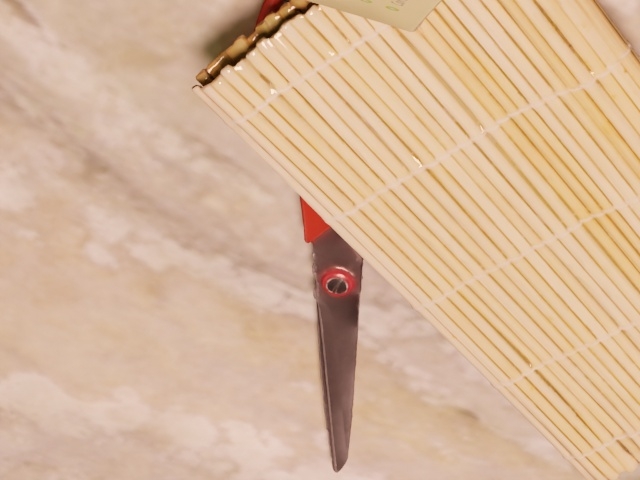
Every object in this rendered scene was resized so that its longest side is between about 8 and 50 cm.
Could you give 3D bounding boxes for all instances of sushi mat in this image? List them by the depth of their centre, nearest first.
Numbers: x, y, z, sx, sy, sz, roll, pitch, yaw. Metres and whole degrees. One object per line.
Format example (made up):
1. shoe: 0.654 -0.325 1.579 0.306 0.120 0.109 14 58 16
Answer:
1. sushi mat: 0.102 -0.004 0.575 0.151 0.019 0.316 -30 122 26

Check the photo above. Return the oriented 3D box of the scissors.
1. scissors: 0.000 0.000 0.611 0.109 0.021 0.297 14 129 -6

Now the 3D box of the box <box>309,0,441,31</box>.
1. box: -0.056 -0.161 0.355 0.243 0.213 0.117 15 89 -4
